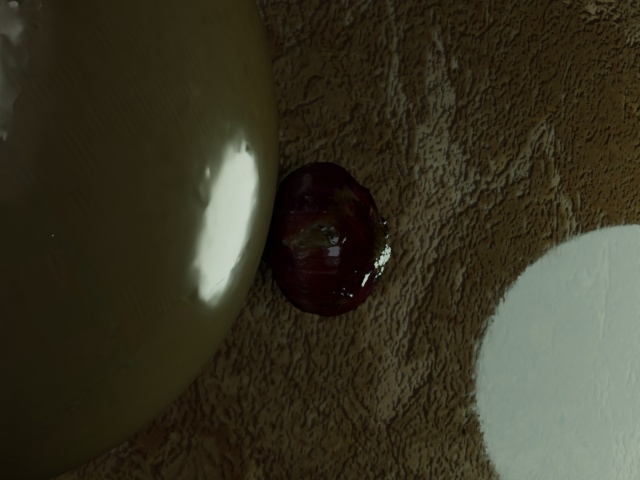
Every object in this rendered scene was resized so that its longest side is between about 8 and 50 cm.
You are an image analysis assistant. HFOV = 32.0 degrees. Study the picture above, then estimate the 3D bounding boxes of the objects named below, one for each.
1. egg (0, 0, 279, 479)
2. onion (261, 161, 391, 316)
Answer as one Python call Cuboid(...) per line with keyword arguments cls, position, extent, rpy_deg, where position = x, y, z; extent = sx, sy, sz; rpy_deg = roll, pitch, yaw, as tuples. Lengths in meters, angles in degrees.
Cuboid(cls="egg", position=(-0.171, -0.063, 0.464), extent=(0.301, 0.301, 0.374), rpy_deg=(-39, 137, -31))
Cuboid(cls="onion", position=(0.000, 0.000, 0.758), extent=(0.107, 0.097, 0.107), rpy_deg=(-10, 90, -75))
